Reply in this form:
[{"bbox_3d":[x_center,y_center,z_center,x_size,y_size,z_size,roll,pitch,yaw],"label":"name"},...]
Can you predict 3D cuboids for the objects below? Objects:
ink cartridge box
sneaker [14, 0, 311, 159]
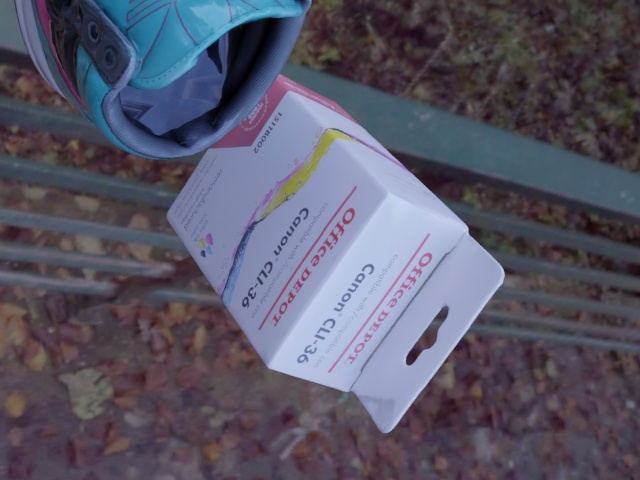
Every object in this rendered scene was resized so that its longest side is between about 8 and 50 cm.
[{"bbox_3d":[0.000,0.000,0.605,0.067,0.198,0.115,22,108,-40],"label":"ink cartridge box"},{"bbox_3d":[-0.093,-0.150,0.506,0.124,0.178,0.295,-35,141,-21],"label":"sneaker"}]
